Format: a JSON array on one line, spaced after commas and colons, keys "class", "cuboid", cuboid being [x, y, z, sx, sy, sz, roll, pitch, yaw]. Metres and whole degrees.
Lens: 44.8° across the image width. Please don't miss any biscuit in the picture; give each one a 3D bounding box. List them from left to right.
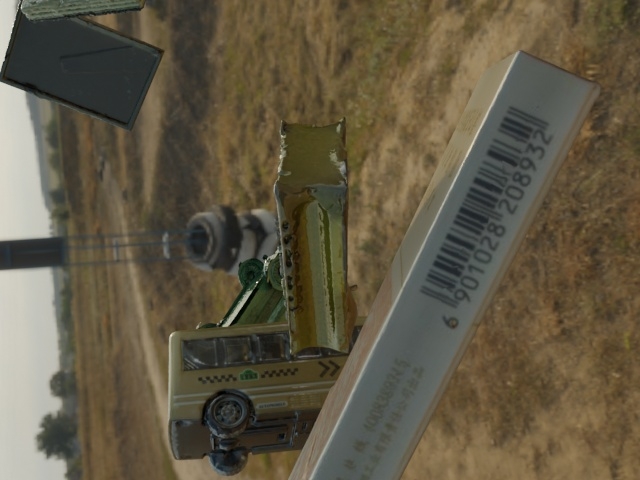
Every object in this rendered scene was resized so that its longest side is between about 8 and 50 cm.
[{"class": "biscuit", "cuboid": [-0.364, -0.403, 1.226, 0.040, 0.199, 0.121, 72, -160, -52]}]

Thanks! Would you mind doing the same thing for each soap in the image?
[{"class": "soap", "cuboid": [-0.002, 0.000, 0.814, 0.135, 0.076, 0.233, -89, -4, -50]}]

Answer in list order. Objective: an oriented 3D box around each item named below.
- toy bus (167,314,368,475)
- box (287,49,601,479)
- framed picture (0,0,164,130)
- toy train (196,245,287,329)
[{"class": "toy bus", "cuboid": [-0.049, 0.224, 1.183, 0.177, 0.365, 0.201, 101, 163, -52]}, {"class": "box", "cuboid": [0.053, 0.062, 0.502, 0.204, 0.051, 0.365, -56, -10, -78]}, {"class": "framed picture", "cuboid": [-0.475, -0.345, 1.539, 0.209, 0.281, 0.019, -55, 26, 33]}, {"class": "toy train", "cuboid": [-0.106, 0.158, 1.477, 0.126, 0.189, 0.307, -19, 34, 54]}]
